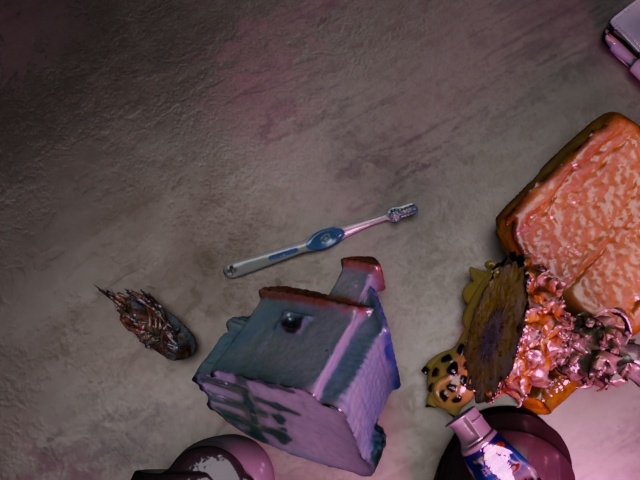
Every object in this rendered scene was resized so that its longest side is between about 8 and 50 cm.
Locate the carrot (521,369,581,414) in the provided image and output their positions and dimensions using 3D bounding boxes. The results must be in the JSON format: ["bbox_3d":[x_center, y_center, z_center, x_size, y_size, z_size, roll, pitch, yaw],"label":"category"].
[{"bbox_3d":[0.425,0.236,1.415,0.082,0.082,0.173,42,83,10],"label":"carrot"}]

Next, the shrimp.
[{"bbox_3d":[-0.327,0.147,1.482,0.233,0.079,0.090,32,119,12],"label":"shrimp"}]

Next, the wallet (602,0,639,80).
[{"bbox_3d":[0.678,-0.361,1.530,0.176,0.075,0.250,-36,78,-8],"label":"wallet"}]

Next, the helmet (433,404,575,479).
[{"bbox_3d":[0.309,0.424,1.335,0.225,0.177,0.305,17,78,5],"label":"helmet"}]

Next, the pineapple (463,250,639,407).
[{"bbox_3d":[0.403,0.166,1.292,0.272,0.262,0.262,14,79,-7],"label":"pineapple"}]

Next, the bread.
[{"bbox_3d":[0.514,-0.016,1.432,0.328,0.148,0.337,43,87,5],"label":"bread"}]

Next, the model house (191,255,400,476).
[{"bbox_3d":[-0.002,0.182,1.403,0.295,0.251,0.329,8,54,28],"label":"model house"}]

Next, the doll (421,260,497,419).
[{"bbox_3d":[0.268,0.174,1.434,0.117,0.086,0.291,22,82,18],"label":"doll"}]

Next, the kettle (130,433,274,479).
[{"bbox_3d":[-0.197,0.405,1.335,0.221,0.236,0.161,5,79,4],"label":"kettle"}]

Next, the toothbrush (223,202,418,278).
[{"bbox_3d":[0.000,-0.001,1.518,0.386,0.040,0.040,-18,78,3],"label":"toothbrush"}]

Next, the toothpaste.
[{"bbox_3d":[0.295,0.378,1.234,0.096,0.061,0.266,-36,82,0],"label":"toothpaste"}]
